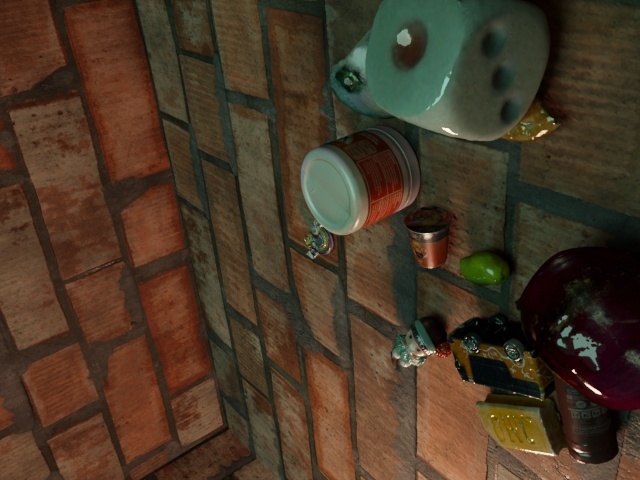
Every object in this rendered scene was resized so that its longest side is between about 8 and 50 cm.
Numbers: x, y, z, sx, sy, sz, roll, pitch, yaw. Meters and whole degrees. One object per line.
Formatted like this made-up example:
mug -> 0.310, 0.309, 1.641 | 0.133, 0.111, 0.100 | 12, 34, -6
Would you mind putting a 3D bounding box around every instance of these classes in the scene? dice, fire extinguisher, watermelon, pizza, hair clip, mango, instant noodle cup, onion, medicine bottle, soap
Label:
dice -> 0.269, -0.363, 1.220 | 0.264, 0.262, 0.268 | 40, 121, 47
fire extinguisher -> 0.614, 0.342, 1.414 | 0.114, 0.135, 0.337 | -73, -33, -73
watermelon -> 0.149, -0.401, 1.520 | 0.188, 0.175, 0.322 | 56, 149, 16
pizza -> 0.413, -0.277, 1.320 | 0.246, 0.058, 0.127 | 17, 125, 52
hair clip -> 0.000, 0.000, 2.163 | 0.116, 0.049, 0.172 | 41, 135, 12
mango -> 0.415, 0.068, 1.553 | 0.165, 0.074, 0.091 | 16, 131, 66
instant noodle cup -> 0.294, -0.002, 1.650 | 0.127, 0.127, 0.136 | 30, 142, 44
onion -> 0.579, 0.122, 1.162 | 0.348, 0.348, 0.385 | 47, 109, 28
medicine bottle -> 0.106, -0.167, 1.687 | 0.252, 0.241, 0.252 | 34, 137, 40
soap -> 0.543, 0.496, 1.657 | 0.232, 0.073, 0.140 | -18, 92, 60

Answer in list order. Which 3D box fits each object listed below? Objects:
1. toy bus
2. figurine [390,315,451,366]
toy bus -> 0.475, 0.292, 1.558 | 0.275, 0.138, 0.167 | 2, 114, 54
figurine -> 0.307, 0.322, 1.867 | 0.138, 0.110, 0.245 | 47, 149, 10
